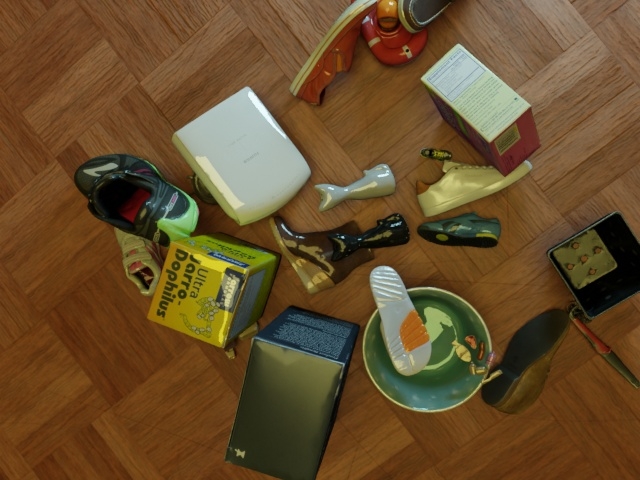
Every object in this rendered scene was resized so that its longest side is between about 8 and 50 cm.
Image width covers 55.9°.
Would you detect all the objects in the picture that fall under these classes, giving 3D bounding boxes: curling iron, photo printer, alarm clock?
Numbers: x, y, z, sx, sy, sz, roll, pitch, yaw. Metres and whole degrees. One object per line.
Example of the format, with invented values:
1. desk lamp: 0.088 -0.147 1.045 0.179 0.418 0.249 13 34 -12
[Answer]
1. curling iron: 0.724 0.265 1.528 0.068 0.035 0.274 -38 89 -4
2. photo printer: -0.194 -0.210 1.568 0.256 0.107 0.307 -36 88 -14
3. alarm clock: -0.267 -0.159 1.643 0.192 0.064 0.129 8 95 5

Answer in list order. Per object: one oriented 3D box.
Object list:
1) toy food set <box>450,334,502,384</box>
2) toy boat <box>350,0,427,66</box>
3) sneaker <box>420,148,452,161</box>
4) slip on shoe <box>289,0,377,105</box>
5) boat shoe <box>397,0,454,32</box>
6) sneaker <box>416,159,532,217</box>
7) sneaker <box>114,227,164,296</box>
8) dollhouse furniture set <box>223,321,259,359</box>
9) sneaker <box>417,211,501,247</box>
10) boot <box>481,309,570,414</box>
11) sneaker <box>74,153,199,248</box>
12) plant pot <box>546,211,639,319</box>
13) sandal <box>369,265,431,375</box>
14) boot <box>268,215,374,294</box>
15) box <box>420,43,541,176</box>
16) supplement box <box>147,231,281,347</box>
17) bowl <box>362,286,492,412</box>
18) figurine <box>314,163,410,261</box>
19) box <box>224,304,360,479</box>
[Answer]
1. toy food set: 0.374 0.275 1.433 0.078 0.019 0.122 -33 81 9
2. toy boat: 0.170 -0.552 1.498 0.151 0.151 0.231 -29 89 10
3. sneaker: 0.299 -0.221 1.561 0.083 0.035 0.031 6 96 8
4. slip on shoe: 0.045 -0.473 1.506 0.101 0.123 0.331 36 126 -8
5. boat shoe: 0.313 -0.640 1.431 0.123 0.123 0.342 45 76 -29
6. sneaker: 0.379 -0.163 1.517 0.290 0.106 0.123 -21 93 11
7. sneaker: -0.494 0.047 1.665 0.103 0.111 0.252 -32 89 10
8. dollhouse furniture set: -0.230 0.260 1.693 0.114 0.091 0.081 -26 47 -12
9. sneaker: 0.358 -0.033 1.560 0.209 0.069 0.082 4 62 17
10. boot: 0.546 0.314 1.549 0.115 0.112 0.305 35 95 -25
11. sneaker: -0.507 -0.132 1.551 0.483 0.202 0.185 23 89 39
12. plant pot: 0.663 0.051 1.460 0.188 0.167 0.187 -33 89 10
13. sandal: 0.186 0.189 1.433 0.102 0.076 0.265 -15 70 -5
14. boot: 0.000 0.000 1.616 0.207 0.090 0.248 -32 86 -3
15. box: 0.378 -0.299 1.412 0.117 0.213 0.243 -42 62 9
16. supplement box: -0.249 0.108 1.508 0.195 0.356 0.194 19 96 7
17. bowl: 0.268 0.260 1.538 0.312 0.163 0.311 1 95 8
18. figurine: 0.099 -0.068 1.540 0.210 0.092 0.214 -16 91 -13
19. box: -0.052 0.355 1.476 0.212 0.395 0.293 15 97 8
